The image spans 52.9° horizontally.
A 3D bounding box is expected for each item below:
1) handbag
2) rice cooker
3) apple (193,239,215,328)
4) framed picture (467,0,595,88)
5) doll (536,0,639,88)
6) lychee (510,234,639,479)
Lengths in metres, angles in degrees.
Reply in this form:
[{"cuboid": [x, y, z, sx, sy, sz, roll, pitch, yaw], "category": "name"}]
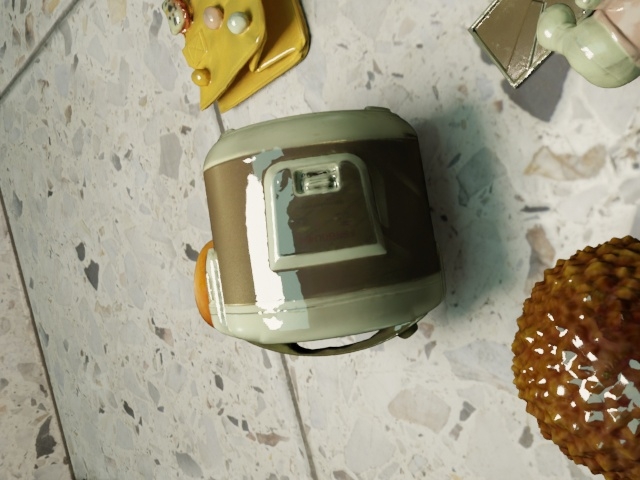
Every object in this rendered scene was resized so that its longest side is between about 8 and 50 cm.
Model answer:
[{"cuboid": [-0.192, -0.458, 1.153, 0.283, 0.133, 0.401, -24, 82, 51], "category": "handbag"}, {"cuboid": [0.000, 0.000, 0.909, 0.335, 0.335, 0.326, -8, 90, 46], "category": "rice cooker"}, {"cuboid": [-0.154, 0.080, 1.206, 0.199, 0.199, 0.199, 14, 110, 43], "category": "apple"}, {"cuboid": [0.265, -0.282, 0.806, 0.149, 0.011, 0.109, -46, 67, 42], "category": "framed picture"}, {"cuboid": [0.356, -0.243, 0.642, 0.275, 0.154, 0.113, -30, 42, 45], "category": "doll"}, {"cuboid": [0.328, 0.135, 0.686, 0.267, 0.267, 0.268, 14, 110, 43], "category": "lychee"}]
